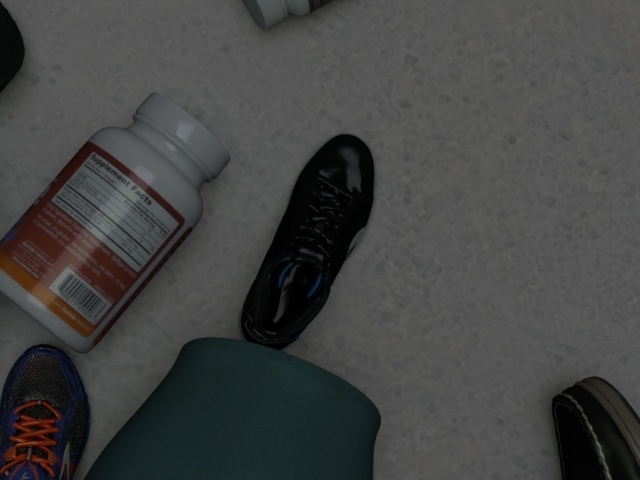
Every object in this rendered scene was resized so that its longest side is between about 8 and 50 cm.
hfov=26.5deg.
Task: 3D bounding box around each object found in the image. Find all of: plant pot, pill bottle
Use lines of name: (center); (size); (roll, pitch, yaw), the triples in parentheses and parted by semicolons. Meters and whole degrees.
plant pot: (-0.075, 0.228, 1.106); (0.271, 0.272, 0.255); (22, 68, -4)
pill bottle: (-0.180, -0.019, 1.175); (0.121, 0.121, 0.216); (40, 81, -2)
pill bottle: (-0.008, -0.253, 1.241); (0.137, 0.078, 0.078); (-31, 89, -9)

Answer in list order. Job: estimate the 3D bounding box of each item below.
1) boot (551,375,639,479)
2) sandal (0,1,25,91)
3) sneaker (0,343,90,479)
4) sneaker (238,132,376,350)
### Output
boot: (0.180, 0.330, 1.183); (0.284, 0.138, 0.378); (-13, 92, -8)
sandal: (-0.414, -0.307, 1.154); (0.446, 0.107, 0.167); (45, 46, -6)
sneaker: (-0.245, 0.199, 1.162); (0.083, 0.087, 0.221); (5, 84, -7)
sneaker: (0.000, 0.000, 1.194); (0.079, 0.121, 0.217); (25, 82, -5)
